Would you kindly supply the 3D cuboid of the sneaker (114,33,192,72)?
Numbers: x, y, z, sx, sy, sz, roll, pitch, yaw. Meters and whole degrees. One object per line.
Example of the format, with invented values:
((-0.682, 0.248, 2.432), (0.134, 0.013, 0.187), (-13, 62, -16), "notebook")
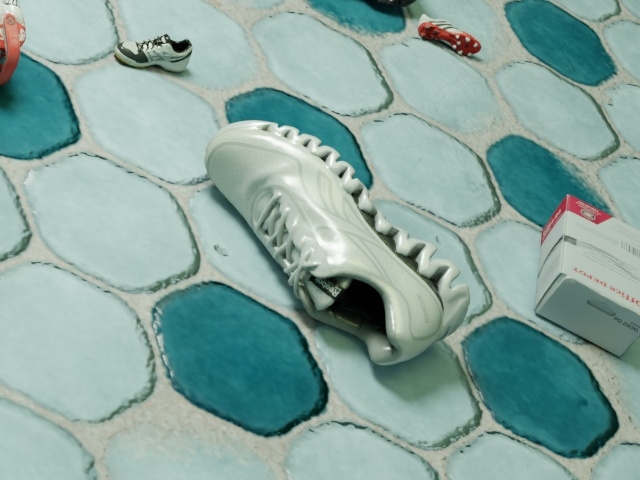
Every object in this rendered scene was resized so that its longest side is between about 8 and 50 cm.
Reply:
((-0.168, -0.195, 1.820), (0.083, 0.037, 0.032), (2, 46, -34), "sneaker")

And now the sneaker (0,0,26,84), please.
((-0.339, -0.167, 1.602), (0.145, 0.090, 0.270), (17, 34, -17), "sneaker")

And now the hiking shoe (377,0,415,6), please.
((0.015, -0.348, 2.132), (0.227, 0.086, 0.114), (21, 22, -26), "hiking shoe")

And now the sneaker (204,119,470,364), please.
((0.000, 0.000, 1.660), (0.292, 0.110, 0.118), (39, 44, 11), "sneaker")

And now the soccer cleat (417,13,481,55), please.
((0.154, -0.247, 2.146), (0.083, 0.029, 0.035), (17, 41, -14), "soccer cleat")

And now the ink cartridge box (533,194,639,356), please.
((0.284, 0.036, 1.868), (0.109, 0.063, 0.150), (28, 35, -8), "ink cartridge box")
